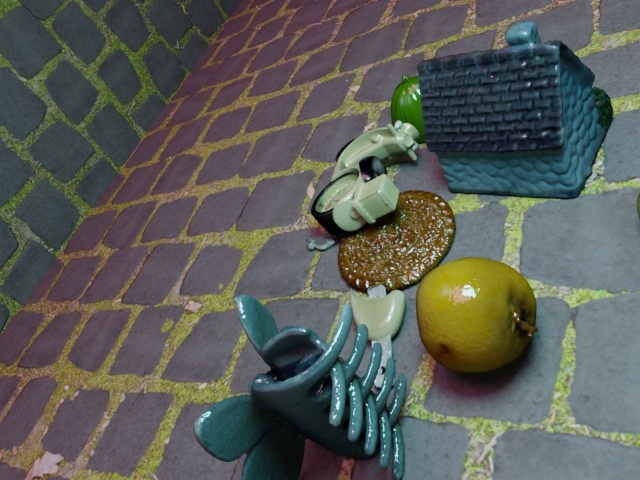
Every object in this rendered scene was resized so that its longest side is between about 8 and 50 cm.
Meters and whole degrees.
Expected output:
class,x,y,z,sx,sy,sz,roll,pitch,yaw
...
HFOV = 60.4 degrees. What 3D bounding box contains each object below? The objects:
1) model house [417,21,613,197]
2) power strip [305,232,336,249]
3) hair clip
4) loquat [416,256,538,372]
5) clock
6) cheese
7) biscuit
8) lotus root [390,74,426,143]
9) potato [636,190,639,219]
class,x,y,z,sx,sy,sz,roll,pitch,yaw
model house,0.385,-0.309,1.182,0.360,0.339,0.297,11,60,45
power strip,0.000,0.000,1.423,0.083,0.035,0.055,-14,43,25
hair clip,-0.009,0.263,0.933,0.238,0.318,0.392,-8,47,28
loquat,0.263,0.125,0.941,0.208,0.208,0.208,-22,40,20
clock,0.119,-0.174,1.417,0.276,0.120,0.379,-23,34,38
cheese,0.119,0.188,1.118,0.127,0.050,0.235,-20,48,26
biscuit,0.169,-0.006,1.286,0.305,0.038,0.305,-22,40,20
lotus root,0.260,-0.377,1.490,0.186,0.186,0.186,-22,40,20
potato,0.644,-0.043,0.852,0.176,0.141,0.298,-42,37,-20
